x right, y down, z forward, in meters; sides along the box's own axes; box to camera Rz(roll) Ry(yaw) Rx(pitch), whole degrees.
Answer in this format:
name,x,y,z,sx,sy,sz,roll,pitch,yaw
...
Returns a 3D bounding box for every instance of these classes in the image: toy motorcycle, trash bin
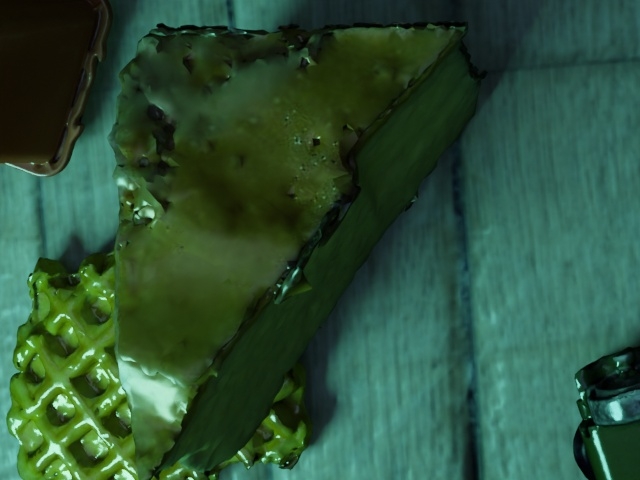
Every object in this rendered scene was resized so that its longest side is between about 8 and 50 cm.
name,x,y,z,sx,sy,sz,roll,pitch,yaw
toy motorcycle,0.330,0.161,1.302,0.275,0.127,0.205,-18,93,17
trash bin,-0.265,-0.148,1.284,0.161,0.239,0.184,20,98,6

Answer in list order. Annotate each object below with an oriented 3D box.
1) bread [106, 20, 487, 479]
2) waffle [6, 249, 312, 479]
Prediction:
name,x,y,z,sx,sy,sz,roll,pitch,yaw
bread,0.000,0.000,1.230,0.279,0.248,0.315,-9,82,7
waffle,-0.134,0.132,1.397,0.291,0.051,0.291,1,97,10
